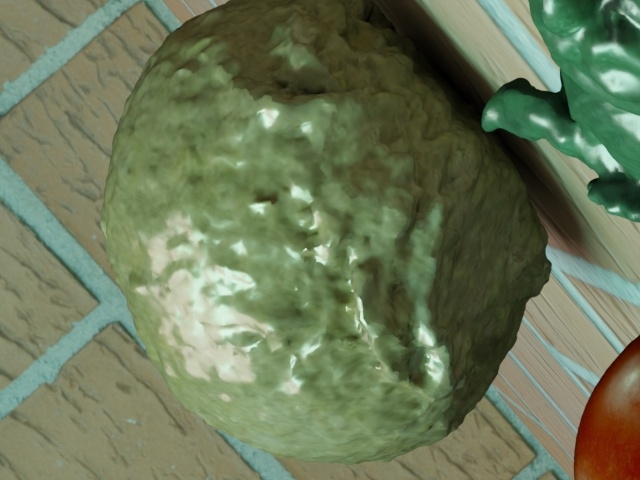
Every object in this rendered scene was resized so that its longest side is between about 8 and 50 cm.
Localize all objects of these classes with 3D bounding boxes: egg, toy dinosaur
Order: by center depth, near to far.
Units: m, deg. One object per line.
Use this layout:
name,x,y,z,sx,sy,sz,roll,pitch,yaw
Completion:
toy dinosaur,0.078,-0.072,0.413,0.120,0.079,0.292,39,175,43
egg,0.000,0.000,0.951,0.279,0.279,0.310,46,168,52

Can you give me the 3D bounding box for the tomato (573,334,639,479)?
tomato,0.193,0.122,0.681,0.195,0.136,0.195,50,179,2
